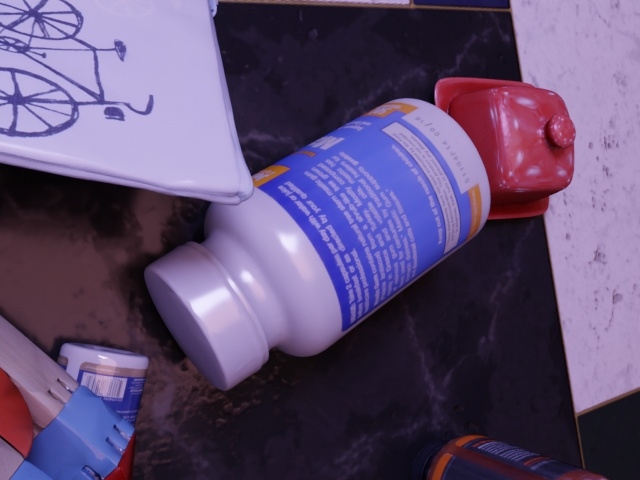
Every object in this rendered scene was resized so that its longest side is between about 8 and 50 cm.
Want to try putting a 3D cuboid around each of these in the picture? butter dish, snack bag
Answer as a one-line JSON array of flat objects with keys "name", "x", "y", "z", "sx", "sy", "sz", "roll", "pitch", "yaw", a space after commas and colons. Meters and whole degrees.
[{"name": "butter dish", "x": 0.216, "y": -0.106, "z": 0.651, "sx": 0.160, "sy": 0.118, "sz": 0.159, "roll": -4, "pitch": 89, "yaw": -28}, {"name": "snack bag", "x": -0.208, "y": -0.156, "z": 0.370, "sx": 0.343, "sy": 0.037, "sz": 0.323, "roll": 11, "pitch": 40, "yaw": -27}]

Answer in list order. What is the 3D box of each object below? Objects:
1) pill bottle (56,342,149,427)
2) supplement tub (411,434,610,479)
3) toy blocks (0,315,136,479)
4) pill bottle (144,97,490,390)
[{"name": "pill bottle", "x": -0.175, "y": 0.141, "z": 0.458, "sx": 0.067, "sy": 0.067, "sz": 0.120, "roll": 16, "pitch": 80, "yaw": -26}, {"name": "supplement tub", "x": 0.168, "y": 0.239, "z": 0.555, "sx": 0.106, "sy": 0.198, "sz": 0.106, "roll": 1, "pitch": 87, "yaw": -27}, {"name": "toy blocks", "x": -0.224, "y": 0.111, "z": 0.261, "sx": 0.191, "sy": 0.381, "sz": 0.261, "roll": -44, "pitch": 100, "yaw": 4}, {"name": "pill bottle", "x": 0.000, "y": 0.000, "z": 0.512, "sx": 0.272, "sy": 0.152, "sz": 0.152, "roll": -32, "pitch": 101, "yaw": -26}]
